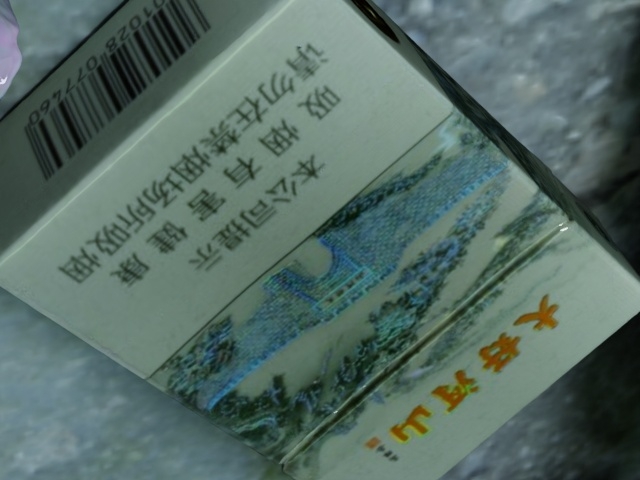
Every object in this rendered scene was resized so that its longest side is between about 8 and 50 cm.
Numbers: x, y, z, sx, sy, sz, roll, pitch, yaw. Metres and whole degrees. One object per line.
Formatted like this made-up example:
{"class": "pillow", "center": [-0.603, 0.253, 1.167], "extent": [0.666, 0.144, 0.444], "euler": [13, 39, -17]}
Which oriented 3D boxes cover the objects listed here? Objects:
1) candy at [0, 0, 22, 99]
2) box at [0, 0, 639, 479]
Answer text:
{"class": "candy", "center": [-0.148, -0.075, 0.599], "extent": [0.073, 0.160, 0.092], "euler": [22, 115, -34]}
{"class": "box", "center": [0.000, 0.000, 0.799], "extent": [0.164, 0.069, 0.256], "euler": [-41, 133, 11]}
